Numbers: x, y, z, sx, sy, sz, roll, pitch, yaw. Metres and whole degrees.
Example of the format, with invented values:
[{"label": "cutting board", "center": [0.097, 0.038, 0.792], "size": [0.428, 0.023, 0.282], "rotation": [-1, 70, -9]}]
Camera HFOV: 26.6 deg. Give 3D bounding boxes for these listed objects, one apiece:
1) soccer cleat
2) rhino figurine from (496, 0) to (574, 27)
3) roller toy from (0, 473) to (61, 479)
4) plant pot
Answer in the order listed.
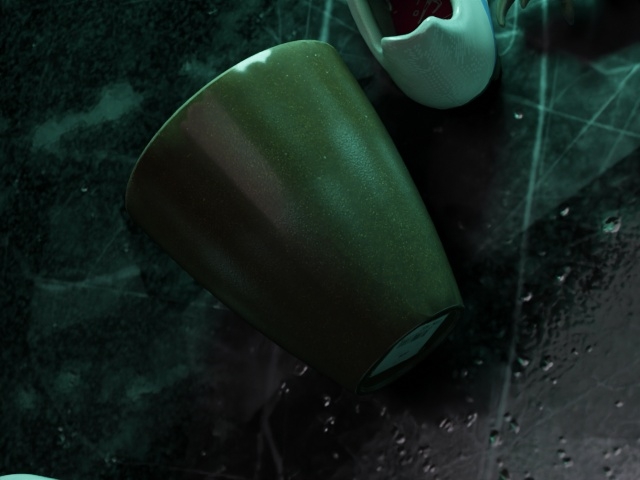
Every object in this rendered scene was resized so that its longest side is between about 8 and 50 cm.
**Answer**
[{"label": "soccer cleat", "center": [0.062, -0.264, 1.139], "size": [0.116, 0.143, 0.331], "rotation": [-29, 60, 19]}, {"label": "rhino figurine", "center": [0.227, -0.265, 1.087], "size": [0.243, 0.073, 0.106], "rotation": [-47, 53, 10]}, {"label": "roller toy", "center": [-0.231, 0.294, 1.107], "size": [0.191, 0.146, 0.209], "rotation": [9, 78, 33]}, {"label": "plant pot", "center": [0.000, 0.000, 1.061], "size": [0.215, 0.215, 0.230], "rotation": [-43, 70, 10]}]
